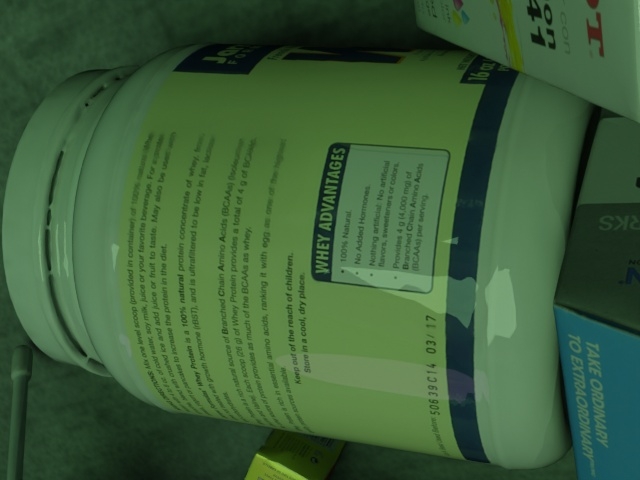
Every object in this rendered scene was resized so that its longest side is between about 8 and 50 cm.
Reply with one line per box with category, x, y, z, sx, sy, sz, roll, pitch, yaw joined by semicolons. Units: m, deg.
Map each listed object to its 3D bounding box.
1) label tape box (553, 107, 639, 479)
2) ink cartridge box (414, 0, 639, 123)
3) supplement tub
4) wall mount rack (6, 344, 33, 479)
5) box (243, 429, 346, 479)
label tape box;0.182;0.082;0.507;0.105;0.334;0.241;1;128;23
ink cartridge box;0.124;-0.191;0.452;0.131;0.306;0.226;-10;109;-5
supplement tub;0.000;0.000;0.639;0.324;0.235;0.236;6;114;21
wall mount rack;-0.230;0.277;0.876;0.304;0.130;0.350;42;125;19
box;-0.049;0.243;0.855;0.058;0.087;0.232;27;119;8
